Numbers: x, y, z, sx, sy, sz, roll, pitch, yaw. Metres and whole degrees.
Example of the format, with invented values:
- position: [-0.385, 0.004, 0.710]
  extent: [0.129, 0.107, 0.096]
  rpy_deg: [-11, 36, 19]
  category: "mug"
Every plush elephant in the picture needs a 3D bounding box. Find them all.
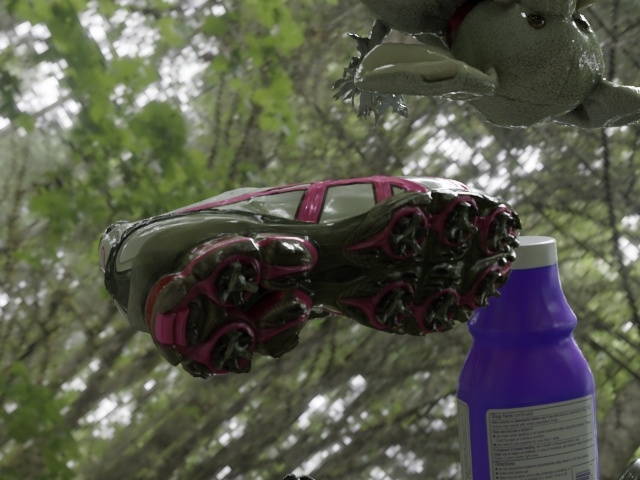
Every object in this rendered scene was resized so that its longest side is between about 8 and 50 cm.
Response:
- position: [0.141, -0.204, 1.119]
  extent: [0.255, 0.272, 0.330]
  rpy_deg: [38, -58, 42]
  category: "plush elephant"

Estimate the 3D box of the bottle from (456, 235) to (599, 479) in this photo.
- position: [0.177, 0.139, 1.188]
  extent: [0.092, 0.118, 0.283]
  rpy_deg: [-161, -115, -73]
  category: "bottle"

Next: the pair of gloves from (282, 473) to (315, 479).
- position: [-0.029, 0.124, 0.537]
  extent: [0.074, 0.083, 0.010]
  rpy_deg: [-110, -173, -50]
  category: "pair of gloves"

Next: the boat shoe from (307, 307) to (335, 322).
- position: [-0.014, 0.043, 1.402]
  extent: [0.219, 0.078, 0.070]
  rpy_deg: [15, -63, -12]
  category: "boat shoe"

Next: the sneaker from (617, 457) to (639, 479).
- position: [0.233, 0.266, 0.926]
  extent: [0.130, 0.087, 0.227]
  rpy_deg: [26, -59, 26]
  category: "sneaker"

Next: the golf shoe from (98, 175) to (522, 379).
- position: [0.000, 0.000, 0.566]
  extent: [0.086, 0.186, 0.067]
  rpy_deg: [38, -54, 47]
  category: "golf shoe"
